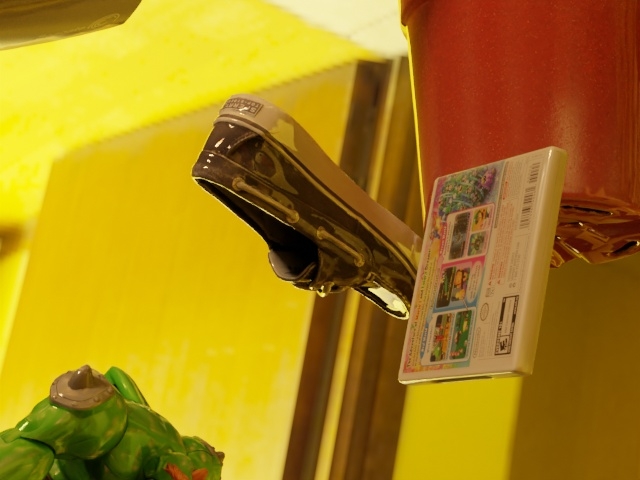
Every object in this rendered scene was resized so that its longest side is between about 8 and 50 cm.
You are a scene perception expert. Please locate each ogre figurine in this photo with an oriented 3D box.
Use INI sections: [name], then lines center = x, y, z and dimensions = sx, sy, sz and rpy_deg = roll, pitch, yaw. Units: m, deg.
[ogre figurine]
center = -0.120, 0.129, 0.841
dimensions = 0.197, 0.118, 0.097
rpy_deg = 43, 178, -35

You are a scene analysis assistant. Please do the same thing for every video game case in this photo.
[video game case]
center = 0.111, 0.021, 1.164
dimensions = 0.019, 0.157, 0.143
rpy_deg = 18, 164, -26

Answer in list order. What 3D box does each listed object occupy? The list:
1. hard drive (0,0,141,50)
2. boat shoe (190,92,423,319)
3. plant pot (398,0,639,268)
[hard drive]
center = -0.177, -0.148, 0.601
dimensions = 0.255, 0.172, 0.054
rpy_deg = -10, -175, -38
[boat shoe]
center = 0.000, 0.000, 1.478
dimensions = 0.108, 0.102, 0.301
rpy_deg = 7, 151, 46
[plant pot]
center = 0.190, -0.127, 1.458
dimensions = 0.272, 0.265, 0.272
rpy_deg = 1, 162, 0
